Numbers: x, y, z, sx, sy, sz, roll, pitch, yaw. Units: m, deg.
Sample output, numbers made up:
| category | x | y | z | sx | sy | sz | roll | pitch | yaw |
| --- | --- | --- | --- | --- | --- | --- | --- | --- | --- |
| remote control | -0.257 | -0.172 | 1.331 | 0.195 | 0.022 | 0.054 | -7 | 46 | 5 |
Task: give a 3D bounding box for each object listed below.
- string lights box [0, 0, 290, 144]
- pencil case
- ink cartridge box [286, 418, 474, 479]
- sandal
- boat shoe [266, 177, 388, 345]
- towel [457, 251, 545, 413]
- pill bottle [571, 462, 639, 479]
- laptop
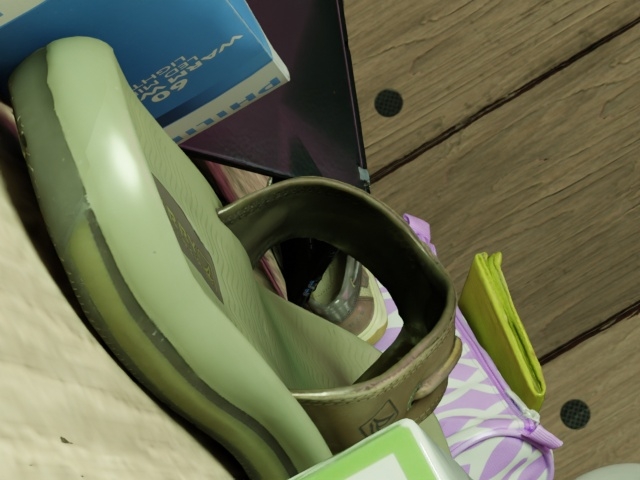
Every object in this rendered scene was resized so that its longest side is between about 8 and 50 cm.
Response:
| category | x | y | z | sx | sy | sz | roll | pitch | yaw |
| --- | --- | --- | --- | --- | --- | --- | --- | --- | --- |
| string lights box | -0.089 | -0.112 | 0.580 | 0.133 | 0.077 | 0.259 | 60 | 4 | 9 |
| pencil case | 0.064 | 0.077 | 1.063 | 0.086 | 0.088 | 0.206 | 20 | 26 | -37 |
| ink cartridge box | 0.055 | 0.156 | 0.465 | 0.209 | 0.062 | 0.109 | 61 | 4 | 22 |
| sandal | 0.000 | 0.027 | 0.589 | 0.120 | 0.086 | 0.303 | 61 | 4 | 29 |
| boat shoe | 0.000 | 0.000 | 1.075 | 0.152 | 0.056 | 0.049 | 63 | 0 | 45 |
| towel | 0.104 | 0.107 | 1.150 | 0.237 | 0.021 | 0.102 | 98 | -26 | -58 |
| pill bottle | 0.290 | 0.328 | 1.551 | 0.278 | 0.162 | 0.162 | 57 | 4 | -39 |
| laptop | -0.061 | -0.110 | 0.880 | 0.264 | 0.136 | 0.234 | 121 | -36 | -67 |
